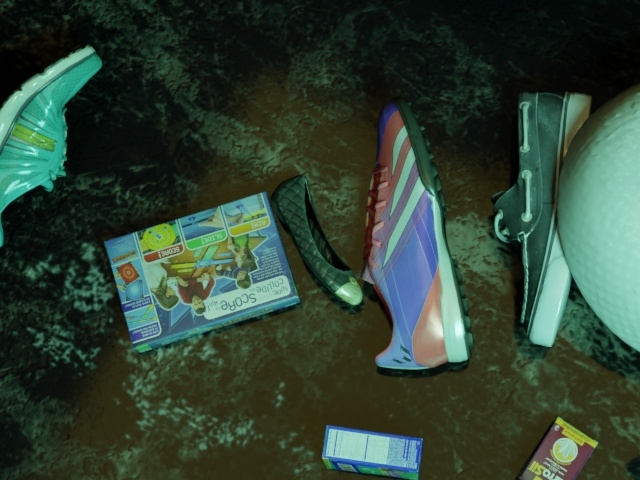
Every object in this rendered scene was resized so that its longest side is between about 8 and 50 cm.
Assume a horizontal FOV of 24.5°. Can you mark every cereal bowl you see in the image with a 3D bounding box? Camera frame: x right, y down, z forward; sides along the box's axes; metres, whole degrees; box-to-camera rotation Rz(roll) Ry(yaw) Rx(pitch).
[{"bbox_3d":[0.435,-0.034,1.602,0.339,0.141,0.338,4,74,-14],"label":"cereal bowl"}]

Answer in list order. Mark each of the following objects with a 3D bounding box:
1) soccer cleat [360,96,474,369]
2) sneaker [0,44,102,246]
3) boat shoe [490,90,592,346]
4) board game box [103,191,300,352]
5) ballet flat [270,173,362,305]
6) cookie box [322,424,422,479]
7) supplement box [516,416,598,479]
[{"bbox_3d":[0.091,-0.009,1.692,0.117,0.108,0.318,-12,80,5],"label":"soccer cleat"},{"bbox_3d":[-0.346,-0.114,1.760,0.110,0.107,0.275,37,87,-9],"label":"sneaker"},{"bbox_3d":[0.244,-0.030,1.684,0.102,0.108,0.301,6,79,10],"label":"boat shoe"},{"bbox_3d":[-0.139,0.037,1.730,0.201,0.035,0.136,-17,77,0],"label":"board game box"},{"bbox_3d":[0.000,0.000,1.715,0.049,0.057,0.173,-37,75,16],"label":"ballet flat"},{"bbox_3d":[0.058,0.238,1.645,0.107,0.092,0.040,7,75,6],"label":"cookie box"},{"bbox_3d":[0.264,0.247,1.653,0.055,0.043,0.083,32,82,8],"label":"supplement box"}]
